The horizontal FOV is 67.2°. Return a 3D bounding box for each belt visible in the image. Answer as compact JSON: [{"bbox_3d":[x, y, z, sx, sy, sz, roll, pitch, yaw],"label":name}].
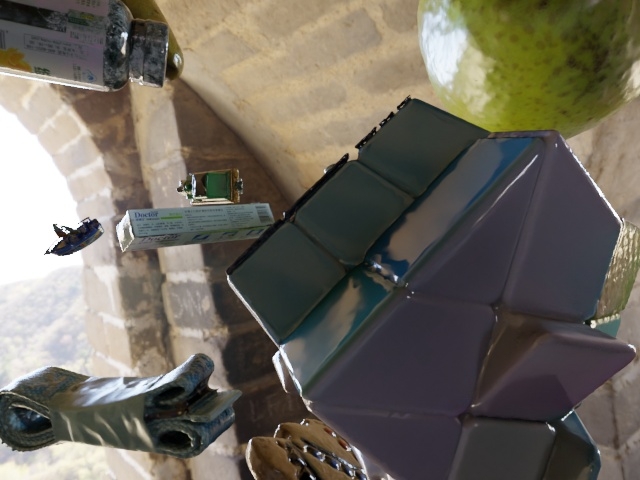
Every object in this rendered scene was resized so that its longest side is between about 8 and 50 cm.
[{"bbox_3d":[-0.227,0.177,0.517,0.303,0.087,0.072,-9,1,21],"label":"belt"}]

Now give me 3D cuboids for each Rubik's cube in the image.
[{"bbox_3d":[0.135,0.068,0.502,0.387,0.368,0.358,-44,20,-2],"label":"Rubik's cube"}]

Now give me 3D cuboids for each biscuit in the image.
[{"bbox_3d":[0.020,0.353,0.731,0.278,0.043,0.301,35,7,0],"label":"biscuit"}]

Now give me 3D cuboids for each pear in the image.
[{"bbox_3d":[0.318,-0.321,0.703,0.392,0.390,0.391,-8,-1,0],"label":"pear"}]

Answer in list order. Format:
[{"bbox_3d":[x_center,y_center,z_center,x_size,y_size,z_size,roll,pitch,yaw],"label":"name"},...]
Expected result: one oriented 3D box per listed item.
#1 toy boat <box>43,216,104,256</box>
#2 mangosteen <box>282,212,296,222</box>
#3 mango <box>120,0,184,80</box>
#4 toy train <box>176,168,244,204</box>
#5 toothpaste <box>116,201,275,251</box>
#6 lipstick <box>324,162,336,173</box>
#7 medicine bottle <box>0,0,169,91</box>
[{"bbox_3d":[-0.730,-0.019,1.392,0.175,0.110,0.091,-38,46,-12],"label":"toy boat"},{"bbox_3d":[0.000,0.000,1.133,0.210,0.209,0.210,-8,-1,0],"label":"mangosteen"},{"bbox_3d":[-0.454,-0.527,1.215,0.175,0.330,0.176,-50,-4,17],"label":"mango"},{"bbox_3d":[-0.296,-0.142,1.274,0.228,0.091,0.136,2,4,37],"label":"toy train"},{"bbox_3d":[-0.258,-0.033,1.052,0.337,0.067,0.081,-6,-20,-42],"label":"toothpaste"},{"bbox_3d":[0.066,-0.143,1.363,0.048,0.157,0.048,-27,-15,-8],"label":"lipstick"},{"bbox_3d":[-0.384,-0.307,0.724,0.294,0.141,0.141,4,-5,-21],"label":"medicine bottle"}]
